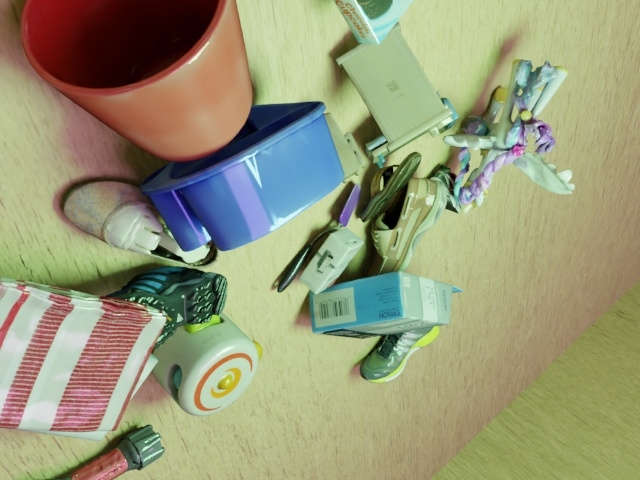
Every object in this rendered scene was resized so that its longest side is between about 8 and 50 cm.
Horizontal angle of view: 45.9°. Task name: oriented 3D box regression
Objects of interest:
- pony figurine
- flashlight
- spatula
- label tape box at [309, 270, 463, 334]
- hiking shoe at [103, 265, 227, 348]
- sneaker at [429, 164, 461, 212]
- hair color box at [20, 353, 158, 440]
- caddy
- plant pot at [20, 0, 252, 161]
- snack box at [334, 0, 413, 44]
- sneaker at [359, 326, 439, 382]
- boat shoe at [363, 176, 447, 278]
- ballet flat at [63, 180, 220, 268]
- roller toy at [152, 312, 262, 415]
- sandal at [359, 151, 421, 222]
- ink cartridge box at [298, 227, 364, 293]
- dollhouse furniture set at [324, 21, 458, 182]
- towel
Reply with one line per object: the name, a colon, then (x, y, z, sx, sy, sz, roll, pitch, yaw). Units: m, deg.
pony figurine: (0.438, -0.237, 1.755, 0.351, 0.302, 0.364, 134, -18, -86)
flashlight: (-0.455, 0.468, 1.496, 0.304, 0.103, 0.103, -26, 126, -34)
spatula: (0.000, 0.000, 1.673, 0.296, 0.030, 0.084, -49, 163, -3)
label tape box: (0.173, 0.169, 1.835, 0.347, 0.249, 0.115, 19, 62, -53)
hiking shoe: (-0.304, 0.115, 1.302, 0.304, 0.132, 0.113, -12, 113, -51)
sneaker: (0.328, -0.130, 1.914, 0.077, 0.072, 0.178, -60, 152, -9)
hair color box: (-0.465, 0.206, 1.240, 0.185, 0.113, 0.374, -54, 146, 1)
caddy: (-0.124, -0.123, 1.218, 0.341, 0.241, 0.179, -36, 111, -36)
plant pot: (-0.217, -0.247, 1.020, 0.275, 0.275, 0.243, -47, 157, -8)
snack box: (0.129, -0.512, 1.271, 0.322, 0.060, 0.187, -54, 133, -15)
sneaker: (0.215, 0.279, 2.129, 0.300, 0.111, 0.121, -41, 134, -26)
boat shoe: (0.176, -0.024, 1.807, 0.116, 0.123, 0.324, 18, 119, -20)
ballet flat: (-0.278, -0.017, 1.265, 0.316, 0.106, 0.108, 18, 108, -54)
roller toy: (-0.227, 0.251, 1.528, 0.191, 0.146, 0.209, -49, 146, -5)
sandal: (0.144, -0.125, 1.687, 0.090, 0.060, 0.219, -32, 167, -44)
ink cartridge box: (0.025, 0.044, 1.678, 0.135, 0.056, 0.099, -54, 166, 21)
dollhouse furniture set: (0.108, -0.260, 1.543, 0.286, 0.198, 0.303, -30, 177, 4)
towel: (-0.407, 0.181, 1.117, 0.329, 0.037, 0.237, 17, 104, -42)
